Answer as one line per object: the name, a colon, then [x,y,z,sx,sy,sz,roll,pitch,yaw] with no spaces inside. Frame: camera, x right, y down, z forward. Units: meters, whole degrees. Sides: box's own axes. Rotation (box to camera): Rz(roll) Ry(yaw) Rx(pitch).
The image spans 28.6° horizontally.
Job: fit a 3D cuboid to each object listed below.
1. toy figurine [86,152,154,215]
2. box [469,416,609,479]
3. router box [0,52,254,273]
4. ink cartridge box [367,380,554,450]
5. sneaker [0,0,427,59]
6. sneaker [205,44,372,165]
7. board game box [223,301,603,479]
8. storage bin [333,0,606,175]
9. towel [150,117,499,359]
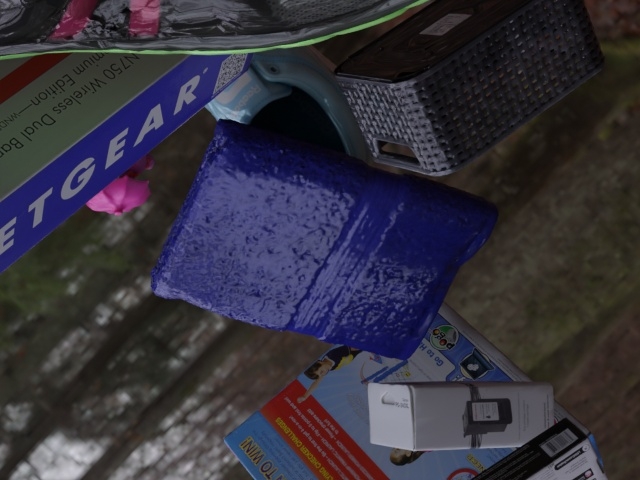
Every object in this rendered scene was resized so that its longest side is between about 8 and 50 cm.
toy figurine: [-0.256,-0.110,1.484,0.159,0.130,0.173,53,-128,-11]
box: [0.126,0.234,0.931,0.114,0.207,0.036,61,174,-26]
router box: [-0.246,-0.133,0.740,0.301,0.082,0.335,39,-127,9]
ink cartridge box: [0.133,0.167,1.209,0.150,0.063,0.109,1,175,-20]
sneaker: [-0.095,-0.166,0.539,0.202,0.483,0.185,-24,-81,-88]
sneaker: [-0.085,-0.184,1.265,0.366,0.135,0.150,33,-162,-14]
board game box: [0.098,0.238,1.406,0.308,0.302,0.086,44,169,40]
storage bin: [0.116,-0.137,0.984,0.122,0.180,0.084,21,141,59]
towel: [0.000,0.000,1.290,0.308,0.227,0.076,16,-146,-20]
